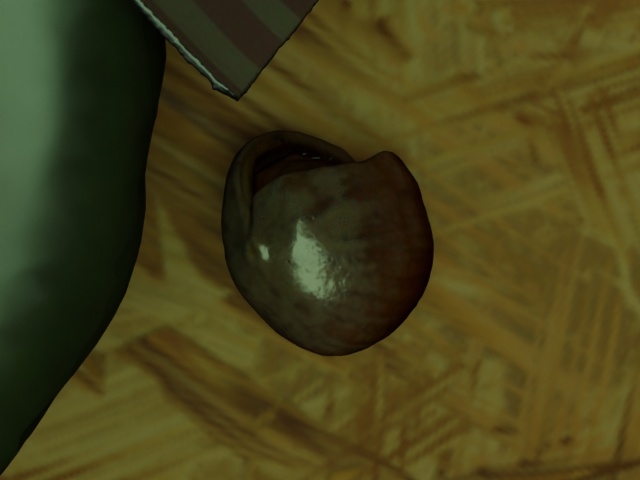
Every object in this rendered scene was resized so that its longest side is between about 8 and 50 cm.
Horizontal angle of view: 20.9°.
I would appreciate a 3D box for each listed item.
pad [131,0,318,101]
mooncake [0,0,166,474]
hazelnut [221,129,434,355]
[{"bbox_3d":[-0.024,-0.197,0.518,0.202,0.300,0.005,46,138,-12],"label":"pad"},{"bbox_3d":[-0.225,-0.055,0.539,0.356,0.194,0.356,-1,104,-4],"label":"mooncake"},{"bbox_3d":[0.000,0.000,0.630,0.086,0.086,0.086,-1,101,-6],"label":"hazelnut"}]
